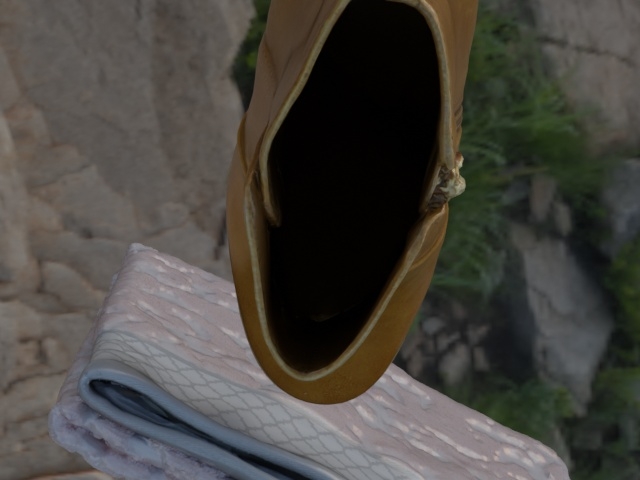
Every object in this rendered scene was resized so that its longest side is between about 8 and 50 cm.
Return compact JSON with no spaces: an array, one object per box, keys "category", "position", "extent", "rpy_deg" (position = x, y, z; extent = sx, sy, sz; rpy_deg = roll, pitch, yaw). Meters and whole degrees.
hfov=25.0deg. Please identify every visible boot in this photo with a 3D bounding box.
[{"category":"boot","position":[0.001,0.000,0.582],"extent":[0.211,0.104,0.295],"rpy_deg":[-78,178,-58]}]

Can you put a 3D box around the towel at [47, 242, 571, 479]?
[{"category":"towel","position":[0.016,0.117,0.839],"extent":[0.332,0.317,0.053],"rpy_deg":[29,100,-6]}]
